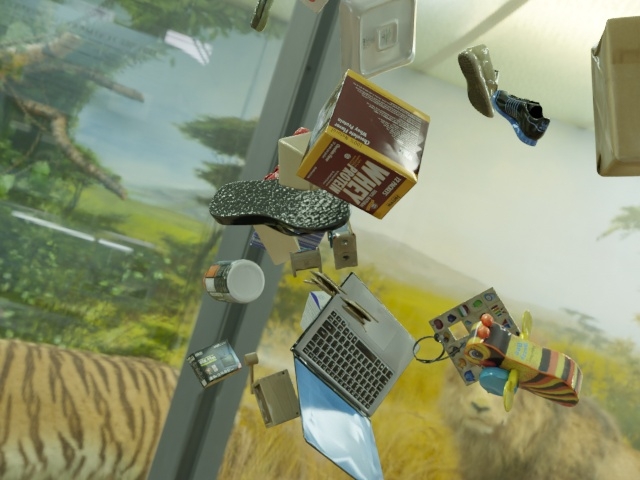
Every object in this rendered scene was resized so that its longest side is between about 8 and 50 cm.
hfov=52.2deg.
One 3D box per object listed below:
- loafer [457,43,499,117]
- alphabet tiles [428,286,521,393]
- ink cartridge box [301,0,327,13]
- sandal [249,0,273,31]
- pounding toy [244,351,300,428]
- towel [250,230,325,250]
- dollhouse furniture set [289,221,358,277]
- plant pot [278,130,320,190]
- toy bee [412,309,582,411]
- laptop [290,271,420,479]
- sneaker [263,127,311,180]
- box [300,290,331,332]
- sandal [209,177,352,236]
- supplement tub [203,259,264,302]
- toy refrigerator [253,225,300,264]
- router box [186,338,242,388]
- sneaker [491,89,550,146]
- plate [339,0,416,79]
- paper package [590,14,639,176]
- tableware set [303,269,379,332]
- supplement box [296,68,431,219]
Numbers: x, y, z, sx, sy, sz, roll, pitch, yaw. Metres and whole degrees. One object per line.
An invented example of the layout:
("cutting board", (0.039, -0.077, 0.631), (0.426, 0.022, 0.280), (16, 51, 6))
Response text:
("loafer", (0.500, -0.484, 1.986), (0.102, 0.092, 0.268), (44, -8, 42))
("alphabet tiles", (0.421, 0.267, 1.685), (0.237, 0.198, 0.009), (60, 24, 6))
("ink cartridge box", (0.000, -0.809, 1.622), (0.285, 0.166, 0.395), (34, -34, -14))
("sandal", (-0.062, -0.588, 1.436), (0.086, 0.302, 0.120), (25, 0, -9))
("pounding toy", (-0.132, 0.394, 1.770), (0.094, 0.206, 0.181), (-16, -15, -19))
("towel", (-0.091, -0.074, 2.330), (0.243, 0.336, 0.040), (18, 39, -13))
("dollhouse furniture set", (0.000, 0.000, 1.822), (0.184, 0.129, 0.129), (-10, 45, -4))
("plant pot", (-0.019, -0.164, 1.413), (0.109, 0.109, 0.096), (-19, 36, -31))
("toy bee", (0.322, 0.210, 1.169), (0.298, 0.195, 0.162), (-2, -39, 4))
("laptop", (0.125, 0.372, 1.675), (0.236, 0.408, 0.382), (22, -21, 52))
("sneaker", (-0.089, -0.208, 1.848), (0.087, 0.221, 0.128), (20, 19, 25))
("box", (0.005, 0.242, 1.952), (0.072, 0.137, 0.126), (-1, 36, -26))
("sandal", (-0.095, -0.085, 1.739), (0.446, 0.167, 0.107), (7, -32, 35))
("supplement tub", (-0.242, 0.111, 1.777), (0.117, 0.117, 0.190), (16, -11, -29))
("toy refrigerator", (-0.149, -0.036, 2.136), (0.102, 0.094, 0.269), (-21, -35, 2))
("router box", (-0.279, 0.325, 1.730), (0.122, 0.038, 0.092), (-18, 68, -47))
("sneaker", (0.555, -0.361, 1.799), (0.081, 0.090, 0.232), (4, 44, -29))
("plate", (0.177, -0.589, 1.861), (0.278, 0.277, 0.045), (-27, 47, -24))
("paper package", (0.727, -0.289, 1.299), (0.325, 0.309, 0.168), (-2, -6, 12))
("tableware set", (0.044, 0.148, 1.606), (0.194, 0.039, 0.128), (42, -10, -13))
("supplement box", (0.084, -0.181, 1.242), (0.191, 0.194, 0.129), (27, -41, -12))
